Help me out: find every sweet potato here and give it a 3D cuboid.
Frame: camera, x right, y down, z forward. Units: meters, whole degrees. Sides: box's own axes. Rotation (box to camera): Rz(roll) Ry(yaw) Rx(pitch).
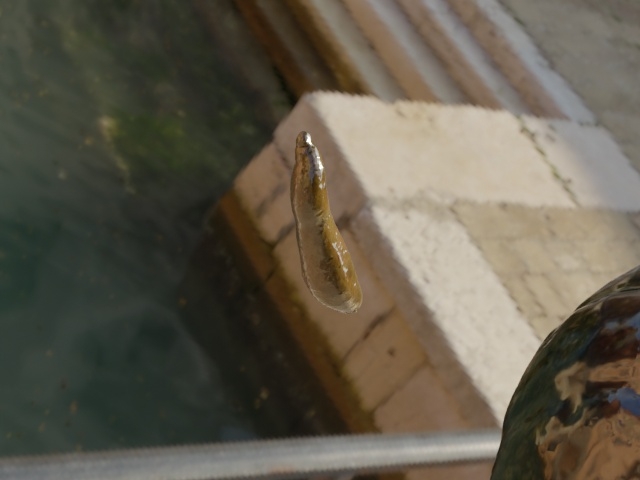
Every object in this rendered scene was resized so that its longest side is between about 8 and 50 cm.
[{"bbox_3d":[0.000,0.000,0.604,0.026,0.115,0.026,-7,47,8],"label":"sweet potato"}]

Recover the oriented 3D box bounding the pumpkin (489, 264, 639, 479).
[{"bbox_3d":[0.168,0.108,0.444,0.238,0.159,0.238,7,69,-20],"label":"pumpkin"}]
